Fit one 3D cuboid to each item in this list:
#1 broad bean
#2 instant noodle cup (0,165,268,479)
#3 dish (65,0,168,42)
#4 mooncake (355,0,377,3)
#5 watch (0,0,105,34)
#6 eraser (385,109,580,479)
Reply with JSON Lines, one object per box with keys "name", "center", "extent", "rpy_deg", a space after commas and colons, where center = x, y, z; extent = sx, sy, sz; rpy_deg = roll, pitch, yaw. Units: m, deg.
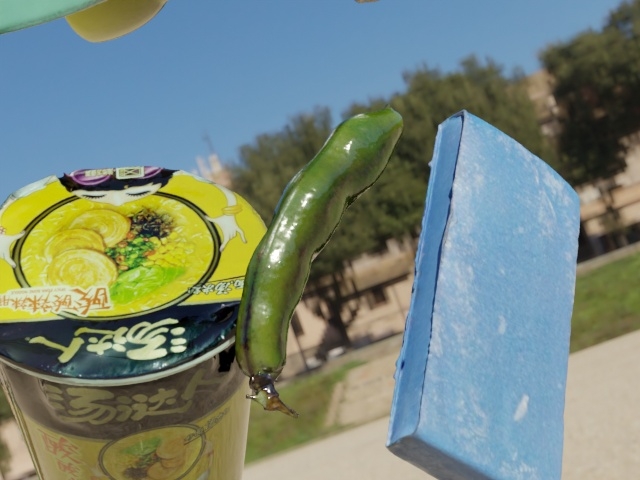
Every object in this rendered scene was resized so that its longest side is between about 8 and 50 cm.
{"name": "broad bean", "center": [-0.004, -0.002, 0.798], "extent": [0.039, 0.227, 0.069], "rpy_deg": [-7, -38, 48]}
{"name": "instant noodle cup", "center": [-0.135, 0.097, 0.923], "extent": [0.215, 0.215, 0.236], "rpy_deg": [-18, -45, -21]}
{"name": "dish", "center": [-0.211, -0.357, 1.506], "extent": [0.108, 0.262, 0.221], "rpy_deg": [6, -35, 16]}
{"name": "mooncake", "center": [0.070, -0.292, 1.159], "extent": [0.175, 0.104, 0.168], "rpy_deg": [-41, 7, -36]}
{"name": "watch", "center": [-0.265, -0.201, 1.038], "extent": [0.195, 0.068, 0.237], "rpy_deg": [-1, 20, 19]}
{"name": "eraser", "center": [0.135, 0.049, 1.012], "extent": [0.144, 0.312, 0.042], "rpy_deg": [32, -40, -24]}
